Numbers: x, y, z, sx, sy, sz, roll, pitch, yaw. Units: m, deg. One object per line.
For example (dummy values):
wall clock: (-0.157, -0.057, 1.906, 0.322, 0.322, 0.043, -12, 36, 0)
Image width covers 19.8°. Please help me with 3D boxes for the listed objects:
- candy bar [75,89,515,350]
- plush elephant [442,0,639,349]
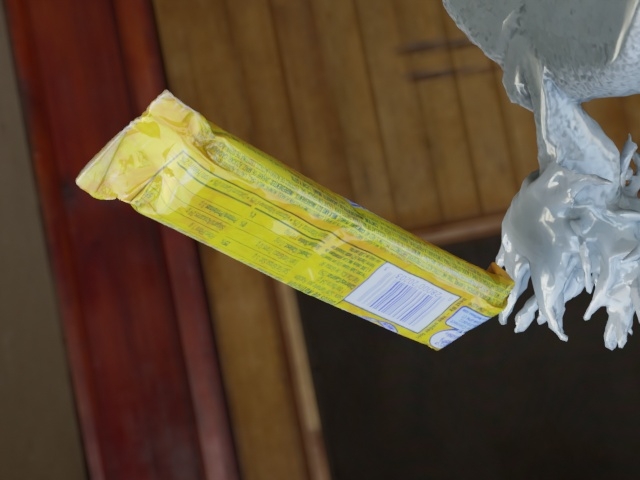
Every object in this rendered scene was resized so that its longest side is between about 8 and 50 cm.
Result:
candy bar: (0.000, 0.000, 0.542, 0.040, 0.018, 0.161, -40, 138, 24)
plush elephant: (0.174, -0.140, 0.600, 0.255, 0.330, 0.272, -18, -148, -31)
